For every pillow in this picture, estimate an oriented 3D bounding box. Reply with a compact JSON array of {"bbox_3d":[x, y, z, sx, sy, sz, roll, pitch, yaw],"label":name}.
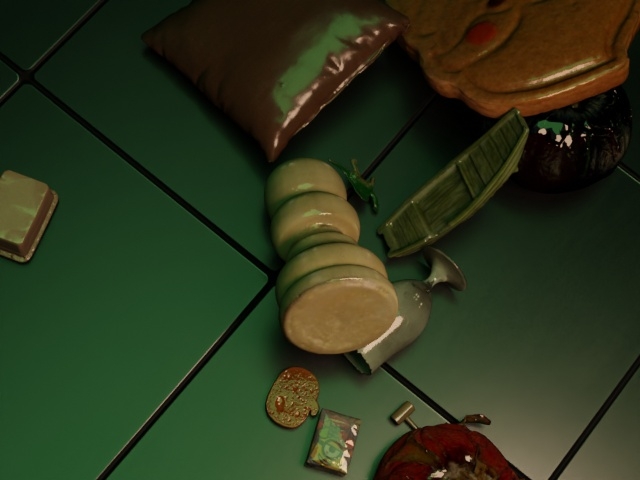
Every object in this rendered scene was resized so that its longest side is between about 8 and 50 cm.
[{"bbox_3d":[-0.073,-0.317,2.022,0.305,0.108,0.308,42,83,18],"label":"pillow"}]

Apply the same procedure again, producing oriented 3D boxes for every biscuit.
[{"bbox_3d":[-0.036,0.229,1.905,0.078,0.015,0.091,30,71,6],"label":"biscuit"},{"bbox_3d":[0.287,-0.348,2.004,0.349,0.078,0.455,-40,50,-10],"label":"biscuit"}]

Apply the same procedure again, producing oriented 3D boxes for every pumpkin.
[{"bbox_3d":[0.361,-0.181,2.008,0.233,0.163,0.233,4,59,-7],"label":"pumpkin"}]

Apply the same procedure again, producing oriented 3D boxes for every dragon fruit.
[{"bbox_3d":[0.184,0.354,1.811,0.223,0.148,0.219,-24,80,-11],"label":"dragon fruit"}]

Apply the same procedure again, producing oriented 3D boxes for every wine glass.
[{"bbox_3d":[0.115,0.104,1.923,0.093,0.093,0.202,43,71,9],"label":"wine glass"}]

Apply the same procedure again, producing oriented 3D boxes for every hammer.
[{"bbox_3d":[0.150,0.283,1.906,0.035,0.019,0.110,-42,82,-17],"label":"hammer"}]

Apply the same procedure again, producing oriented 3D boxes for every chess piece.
[{"bbox_3d":[0.000,0.000,1.886,0.167,0.167,0.300,-7,48,-8],"label":"chess piece"}]

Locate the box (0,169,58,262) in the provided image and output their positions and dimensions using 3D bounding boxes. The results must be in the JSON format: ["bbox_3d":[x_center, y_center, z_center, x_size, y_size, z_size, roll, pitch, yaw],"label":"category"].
[{"bbox_3d":[-0.447,-0.040,1.930,0.089,0.062,0.122,21,71,1],"label":"box"}]

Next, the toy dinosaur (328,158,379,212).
[{"bbox_3d":[0.054,-0.089,1.988,0.029,0.119,0.060,-30,46,21],"label":"toy dinosaur"}]

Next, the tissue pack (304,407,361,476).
[{"bbox_3d":[0.018,0.288,1.881,0.063,0.035,0.083,15,71,1],"label":"tissue pack"}]

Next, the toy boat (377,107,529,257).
[{"bbox_3d":[0.206,-0.076,1.935,0.055,0.293,0.093,20,37,-43],"label":"toy boat"}]
